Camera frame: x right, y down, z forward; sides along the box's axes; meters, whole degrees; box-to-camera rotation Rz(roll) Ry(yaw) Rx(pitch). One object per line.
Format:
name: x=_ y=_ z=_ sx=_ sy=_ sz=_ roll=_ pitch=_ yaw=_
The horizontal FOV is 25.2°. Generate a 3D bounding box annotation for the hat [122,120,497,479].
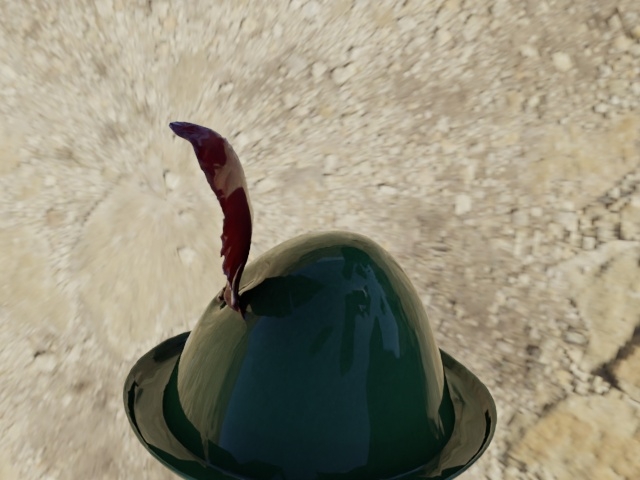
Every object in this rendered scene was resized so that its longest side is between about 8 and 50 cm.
hat: x=0.000 y=0.000 z=0.624 sx=0.173 sy=0.208 sz=0.183 roll=-5 pitch=113 yaw=-16
